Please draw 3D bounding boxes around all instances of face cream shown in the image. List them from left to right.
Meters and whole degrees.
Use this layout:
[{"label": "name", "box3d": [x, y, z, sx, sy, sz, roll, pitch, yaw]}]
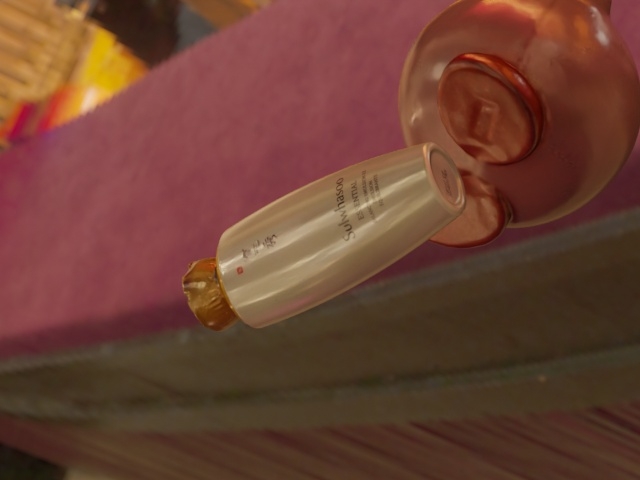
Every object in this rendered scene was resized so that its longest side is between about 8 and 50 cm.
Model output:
[{"label": "face cream", "box3d": [0.000, 0.000, 1.009, 0.182, 0.051, 0.072, -26, 60, 29]}]

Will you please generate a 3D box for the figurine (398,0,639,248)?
[{"label": "figurine", "box3d": [0.136, -0.096, 1.159, 0.173, 0.173, 0.173, -50, 26, 34]}]
